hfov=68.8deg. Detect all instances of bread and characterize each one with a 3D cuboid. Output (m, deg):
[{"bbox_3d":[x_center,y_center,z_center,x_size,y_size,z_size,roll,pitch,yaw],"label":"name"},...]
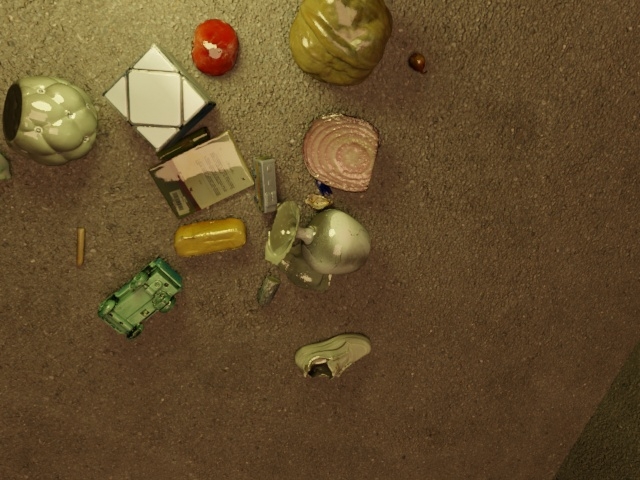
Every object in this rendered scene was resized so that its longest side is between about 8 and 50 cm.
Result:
[{"bbox_3d":[-0.369,-0.010,1.581,0.245,0.094,0.102,-10,124,-7],"label":"bread"}]

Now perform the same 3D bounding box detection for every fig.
[{"bbox_3d":[0.322,-0.567,1.516,0.050,0.050,0.083,-46,133,9],"label":"fig"}]

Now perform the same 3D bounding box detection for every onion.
[{"bbox_3d":[0.069,-0.303,1.546,0.247,0.111,0.250,15,122,3],"label":"onion"}]

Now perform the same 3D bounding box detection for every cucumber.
[{"bbox_3d":[-0.191,0.189,1.716,0.064,0.064,0.112,19,107,-18],"label":"cucumber"}]

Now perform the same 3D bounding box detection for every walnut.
[{"bbox_3d":[0.061,-0.592,1.330,0.276,0.282,0.254,25,66,-25],"label":"walnut"}]

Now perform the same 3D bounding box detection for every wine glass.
[{"bbox_3d":[0.000,0.000,1.570,0.322,0.238,0.238,15,109,-31],"label":"wine glass"}]

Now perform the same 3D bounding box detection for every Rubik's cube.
[{"bbox_3d":[-0.444,-0.397,1.322,0.205,0.205,0.207,-40,104,5],"label":"Rubik's cube"}]

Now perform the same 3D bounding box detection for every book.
[{"bbox_3d":[-0.383,-0.209,1.526,0.289,0.026,0.202,-25,116,-1],"label":"book"}]

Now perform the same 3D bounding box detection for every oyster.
[{"bbox_3d":[-0.006,-0.133,1.636,0.093,0.034,0.051,23,91,-8],"label":"oyster"}]

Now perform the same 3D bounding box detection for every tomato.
[{"bbox_3d":[-0.307,-0.559,1.359,0.138,0.091,0.159,10,108,-17],"label":"tomato"}]

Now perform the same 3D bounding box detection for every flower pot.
[{"bbox_3d":[-0.740,-0.328,1.289,0.195,0.246,0.246,5,116,-49],"label":"flower pot"}]

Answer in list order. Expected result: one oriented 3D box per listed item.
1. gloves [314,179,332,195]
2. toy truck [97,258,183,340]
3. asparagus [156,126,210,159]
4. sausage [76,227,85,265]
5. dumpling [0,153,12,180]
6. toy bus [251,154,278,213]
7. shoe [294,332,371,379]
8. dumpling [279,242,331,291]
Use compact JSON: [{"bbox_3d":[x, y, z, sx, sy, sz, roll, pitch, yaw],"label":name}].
[{"bbox_3d":[0.020,-0.193,1.618,0.064,0.026,0.086,-33,115,0],"label":"gloves"},{"bbox_3d":[-0.606,0.198,1.581,0.278,0.156,0.155,-38,115,6],"label":"toy truck"},{"bbox_3d":[-0.430,-0.301,1.470,0.178,0.045,0.041,-26,134,2],"label":"asparagus"},{"bbox_3d":[-0.791,0.023,1.542,0.024,0.024,0.133,7,110,-15],"label":"sausage"},{"bbox_3d":[-1.007,-0.222,1.334,0.216,0.149,0.104,35,143,-29],"label":"dumpling"},{"bbox_3d":[-0.180,-0.182,1.545,0.064,0.075,0.191,-18,117,-33],"label":"toy bus"},{"bbox_3d":[0.059,0.471,1.838,0.315,0.159,0.124,-13,114,-3],"label":"shoe"},{"bbox_3d":[-0.044,0.106,1.687,0.219,0.108,0.153,28,105,-24],"label":"dumpling"}]
